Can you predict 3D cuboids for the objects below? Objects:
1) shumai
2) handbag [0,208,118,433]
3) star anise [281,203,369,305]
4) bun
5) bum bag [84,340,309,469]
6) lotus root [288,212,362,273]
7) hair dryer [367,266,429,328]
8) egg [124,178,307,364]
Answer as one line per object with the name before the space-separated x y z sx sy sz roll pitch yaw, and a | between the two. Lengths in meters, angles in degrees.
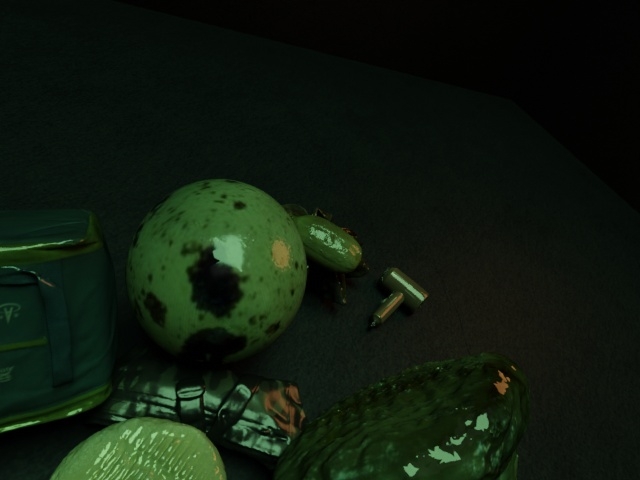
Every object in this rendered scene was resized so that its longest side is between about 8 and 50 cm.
shumai | 0.155 0.346 0.528 0.398 0.324 0.323 -4 70 -57
handbag | -0.403 0.092 0.507 0.263 0.240 0.222 -8 18 -31
star anise | -0.028 0.020 0.922 0.316 0.108 0.315 13 46 -14
bun | -0.221 0.332 0.476 0.221 0.134 0.220 5 45 -5
bum bag | -0.171 0.250 0.620 0.341 0.095 0.143 17 44 -6
lotus root | 0.000 -0.001 0.820 0.183 0.077 0.090 34 44 3
hair dryer | 0.160 0.143 0.926 0.117 0.064 0.182 40 48 17
egg | -0.171 0.037 0.685 0.288 0.287 0.379 5 26 -22
